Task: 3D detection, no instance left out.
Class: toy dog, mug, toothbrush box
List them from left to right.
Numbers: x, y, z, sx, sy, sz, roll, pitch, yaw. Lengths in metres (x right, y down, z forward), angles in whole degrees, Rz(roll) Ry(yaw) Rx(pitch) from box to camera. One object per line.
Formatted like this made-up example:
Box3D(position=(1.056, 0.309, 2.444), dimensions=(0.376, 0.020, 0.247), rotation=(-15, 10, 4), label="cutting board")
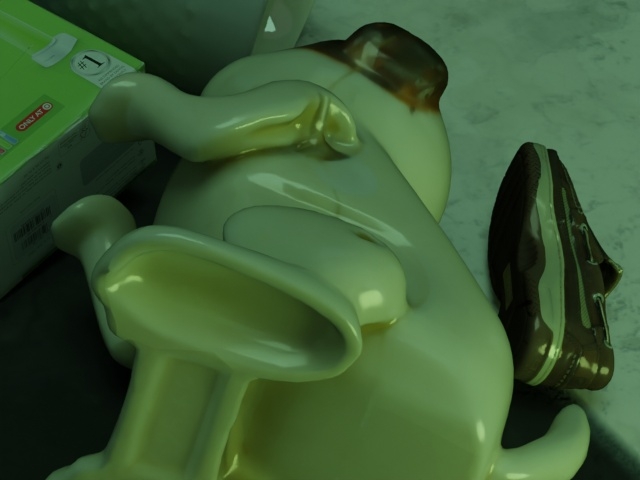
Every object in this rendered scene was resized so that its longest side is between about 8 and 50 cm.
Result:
Box3D(position=(-0.309, -0.106, 1.352), dimensions=(0.283, 0.122, 0.206), rotation=(30, 56, 23), label="toothbrush box")
Box3D(position=(-0.159, -0.304, 1.526), dimensions=(0.328, 0.276, 0.374), rotation=(23, 10, 4), label="mug")
Box3D(position=(0.000, 0.000, 1.185), dimensions=(0.396, 0.284, 0.408), rotation=(6, 38, -3), label="toy dog")

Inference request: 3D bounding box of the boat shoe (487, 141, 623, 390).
Box3D(position=(0.195, 0.026, 1.343), dimensions=(0.095, 0.095, 0.257), rotation=(17, 45, -11), label="boat shoe")
